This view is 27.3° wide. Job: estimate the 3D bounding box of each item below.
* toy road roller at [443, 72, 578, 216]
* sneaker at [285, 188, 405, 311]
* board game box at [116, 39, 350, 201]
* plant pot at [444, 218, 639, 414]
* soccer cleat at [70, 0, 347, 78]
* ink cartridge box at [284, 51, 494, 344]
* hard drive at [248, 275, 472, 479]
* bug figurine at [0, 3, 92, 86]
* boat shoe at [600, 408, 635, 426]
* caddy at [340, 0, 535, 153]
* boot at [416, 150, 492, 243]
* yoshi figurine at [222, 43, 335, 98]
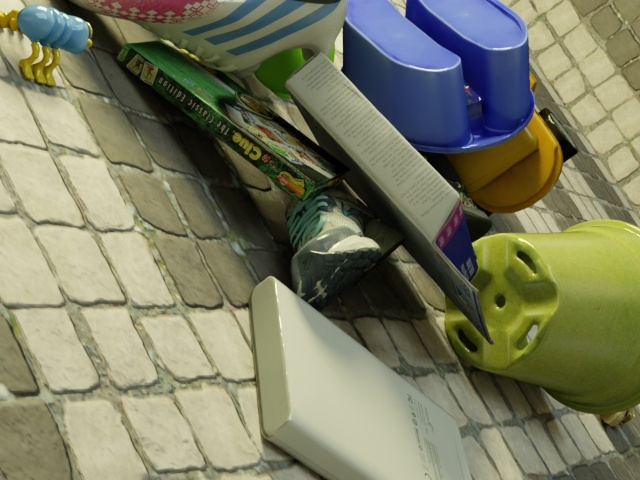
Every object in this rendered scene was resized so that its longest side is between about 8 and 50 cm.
[{"bbox_3d":[0.253,-0.197,2.107,0.329,0.202,0.240,55,15,4],"label":"toy road roller"},{"bbox_3d":[0.000,0.000,1.472,0.122,0.110,0.283,47,12,5],"label":"sneaker"},{"bbox_3d":[-0.093,-0.138,1.464,0.260,0.030,0.136,38,22,9],"label":"board game box"},{"bbox_3d":[0.308,0.094,1.774,0.254,0.276,0.276,9,47,-45],"label":"plant pot"},{"bbox_3d":[-0.131,-0.245,1.469,0.331,0.143,0.116,1,35,-17],"label":"soccer cleat"},{"bbox_3d":[0.110,-0.042,1.576,0.330,0.071,0.324,48,-2,17],"label":"ink cartridge box"},{"bbox_3d":[0.051,0.188,1.340,0.307,0.040,0.203,39,25,-32],"label":"hard drive"},{"bbox_3d":[-0.325,-0.284,1.252,0.279,0.072,0.216,60,22,16],"label":"bug figurine"},{"bbox_3d":[0.476,0.268,2.088,0.045,0.050,0.135,48,21,2],"label":"boat shoe"},{"bbox_3d":[0.170,-0.253,1.958,0.341,0.241,0.179,51,-27,46],"label":"caddy"},{"bbox_3d":[0.141,-0.090,1.918,0.236,0.085,0.178,22,32,-53],"label":"boot"},{"bbox_3d":[-0.104,-0.303,1.598,0.362,0.204,0.203,42,32,-31],"label":"yoshi figurine"}]
